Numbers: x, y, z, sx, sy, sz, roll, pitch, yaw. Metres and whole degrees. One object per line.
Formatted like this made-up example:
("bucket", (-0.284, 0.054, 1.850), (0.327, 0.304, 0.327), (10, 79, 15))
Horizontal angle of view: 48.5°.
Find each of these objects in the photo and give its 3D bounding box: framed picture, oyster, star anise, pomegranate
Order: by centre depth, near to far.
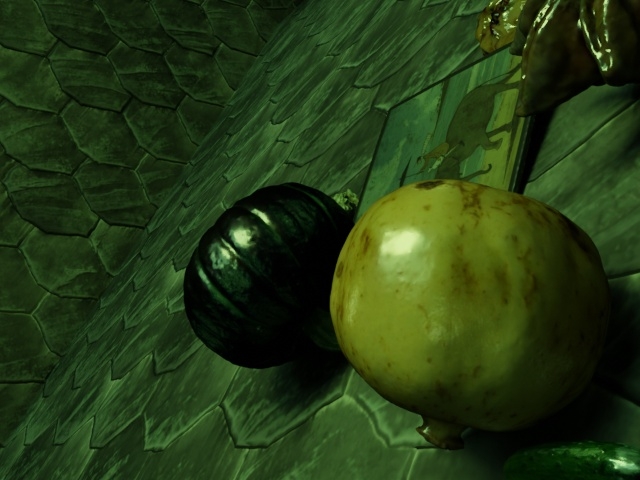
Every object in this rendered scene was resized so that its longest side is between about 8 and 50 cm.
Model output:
("pomegranate", (0.114, 0.060, 0.573), (0.215, 0.215, 0.215), (-43, 22, 22))
("star anise", (0.287, -0.238, 0.645), (0.315, 0.108, 0.315), (-48, 17, 20))
("framed picture", (0.165, -0.128, 0.979), (0.347, 0.016, 0.265), (-17, 50, 58))
("oyster", (0.000, 0.000, 1.124), (0.177, 0.064, 0.125), (-59, 4, 11))

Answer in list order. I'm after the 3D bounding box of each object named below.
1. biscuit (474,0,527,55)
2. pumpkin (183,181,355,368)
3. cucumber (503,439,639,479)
("biscuit", (0.340, -0.364, 0.975), (0.289, 0.081, 0.334), (-55, 22, -6))
("pumpkin", (-0.036, 0.065, 0.895), (0.248, 0.248, 0.248), (-43, 22, 22))
("cucumber", (0.186, 0.155, 0.490), (0.155, 0.037, 0.037), (-21, 36, 54))
